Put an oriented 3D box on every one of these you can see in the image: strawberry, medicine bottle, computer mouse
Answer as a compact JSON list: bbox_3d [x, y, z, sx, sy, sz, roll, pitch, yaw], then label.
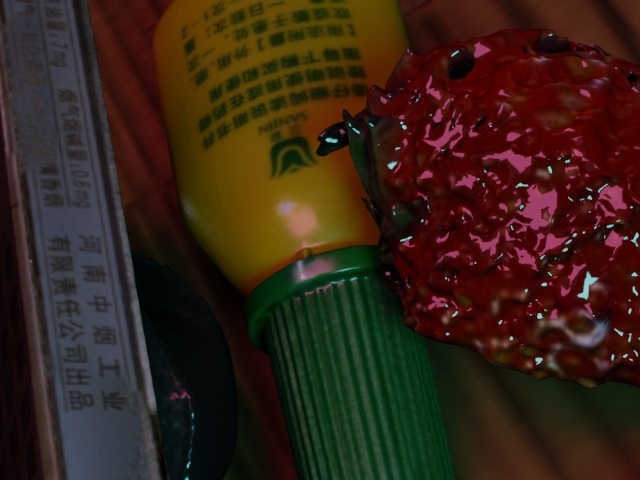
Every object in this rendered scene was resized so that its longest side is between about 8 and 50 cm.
[{"bbox_3d":[0.090,-0.017,0.717,0.140,0.085,0.192,-15,46,-23],"label":"strawberry"},{"bbox_3d":[0.000,0.000,0.794,0.111,0.076,0.309,-21,49,10],"label":"medicine bottle"},{"bbox_3d":[-0.070,0.059,0.786,0.172,0.057,0.099,-138,55,-59],"label":"computer mouse"}]

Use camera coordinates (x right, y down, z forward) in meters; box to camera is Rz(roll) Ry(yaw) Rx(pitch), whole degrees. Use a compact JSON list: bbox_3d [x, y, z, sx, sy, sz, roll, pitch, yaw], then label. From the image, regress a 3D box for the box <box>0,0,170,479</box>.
[{"bbox_3d":[-0.107,0.071,0.733,0.047,0.180,0.325,3,51,-22],"label":"box"}]
